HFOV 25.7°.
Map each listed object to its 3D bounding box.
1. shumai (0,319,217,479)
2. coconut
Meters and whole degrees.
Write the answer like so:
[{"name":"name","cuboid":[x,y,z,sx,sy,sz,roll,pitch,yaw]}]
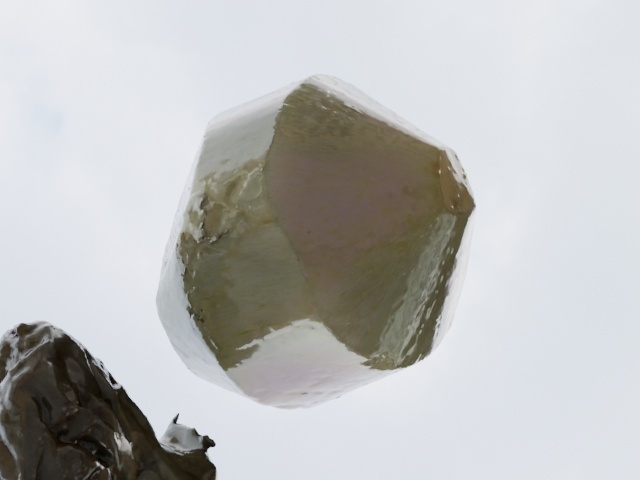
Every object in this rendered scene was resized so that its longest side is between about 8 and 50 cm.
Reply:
[{"name":"shumai","cuboid":[-0.148,0.156,0.944,0.175,0.166,0.206,2,-90,-19]},{"name":"coconut","cuboid":[0.000,0.000,1.051,0.259,0.259,0.259,5,-114,-11]}]
